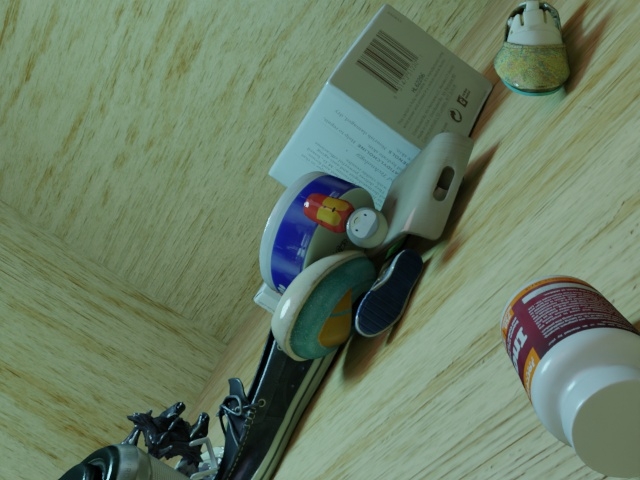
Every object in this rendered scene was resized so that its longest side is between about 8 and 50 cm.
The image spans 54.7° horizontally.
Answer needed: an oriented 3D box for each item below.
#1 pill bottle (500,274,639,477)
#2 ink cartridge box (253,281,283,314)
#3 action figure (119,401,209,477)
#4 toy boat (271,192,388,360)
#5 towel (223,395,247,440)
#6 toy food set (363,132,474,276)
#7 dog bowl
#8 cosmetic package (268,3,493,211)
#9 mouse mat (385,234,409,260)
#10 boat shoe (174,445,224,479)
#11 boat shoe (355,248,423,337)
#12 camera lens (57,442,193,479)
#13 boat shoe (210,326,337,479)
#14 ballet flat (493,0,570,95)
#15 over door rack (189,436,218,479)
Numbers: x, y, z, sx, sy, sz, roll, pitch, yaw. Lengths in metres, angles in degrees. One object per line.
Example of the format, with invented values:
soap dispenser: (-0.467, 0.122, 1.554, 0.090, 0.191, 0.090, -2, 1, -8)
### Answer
pill bottle: (0.179, 0.086, 0.422, 0.086, 0.086, 0.152, -54, 6, 15)
ink cartridge box: (-0.044, 0.104, 1.683, 0.237, 0.172, 0.100, -59, 7, -26)
action figure: (-0.293, 0.393, 1.182, 0.275, 0.164, 0.140, 81, -146, -84)
toy boat: (0.031, 0.072, 1.087, 0.267, 0.148, 0.318, -35, -41, -46)
towel: (-0.233, 0.502, 1.750, 0.110, 0.027, 0.148, -55, 5, -2)
toy food set: (0.183, -0.051, 1.204, 0.219, 0.093, 0.306, -66, 6, -23)
dog bowl: (0.000, 0.000, 1.252, 0.265, 0.104, 0.264, -40, -37, -40)
cosmetic package: (0.136, -0.267, 1.501, 0.329, 0.328, 0.393, -59, 8, -32)
mouse mat: (0.167, -0.005, 1.390, 0.152, 0.007, 0.190, -60, 8, -32)
boat shoe: (-0.277, 0.554, 1.419, 0.285, 0.103, 0.092, -37, 17, 38)
boat shoe: (0.113, 0.097, 1.044, 0.183, 0.066, 0.066, -48, -4, -31)
camera lens: (-0.178, 0.367, 0.656, 0.219, 0.274, 0.219, -42, 21, 21)
boat shoe: (-0.128, 0.334, 1.210, 0.500, 0.156, 0.187, -60, 8, -18)
ballet flat: (0.362, -0.346, 1.060, 0.123, 0.123, 0.348, -52, 4, 33)
over door rack: (-0.312, 0.461, 0.961, 0.324, 0.108, 0.239, -19, -28, -38)
